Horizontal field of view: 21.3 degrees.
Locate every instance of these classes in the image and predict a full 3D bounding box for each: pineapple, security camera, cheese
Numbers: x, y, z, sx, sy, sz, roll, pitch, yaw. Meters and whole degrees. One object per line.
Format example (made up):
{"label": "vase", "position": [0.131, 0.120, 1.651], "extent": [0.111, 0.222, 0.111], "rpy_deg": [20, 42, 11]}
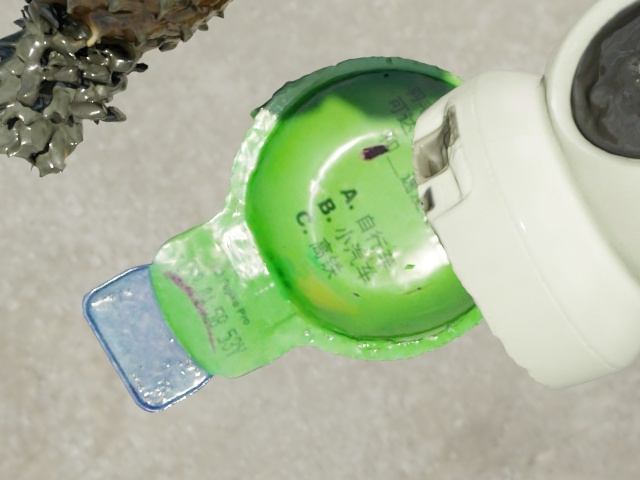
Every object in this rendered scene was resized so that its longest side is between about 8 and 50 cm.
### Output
{"label": "pineapple", "position": [-0.139, -0.150, 1.040], "extent": [0.279, 0.158, 0.158], "rpy_deg": [-54, 28, 18]}
{"label": "security camera", "position": [0.192, -0.043, 0.939], "extent": [0.236, 0.194, 0.194], "rpy_deg": [-26, 32, 22]}
{"label": "cheese", "position": [0.000, 0.000, 1.118], "extent": [0.320, 0.204, 0.083], "rpy_deg": [-29, 8, 3]}
